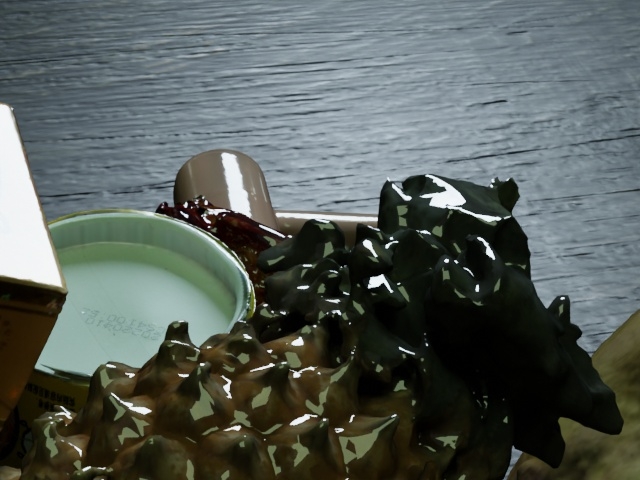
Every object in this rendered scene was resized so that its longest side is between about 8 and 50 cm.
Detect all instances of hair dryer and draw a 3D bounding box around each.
[{"bbox_3d":[0.000,0.000,1.052,0.182,0.064,0.117,2,38,-15],"label":"hair dryer"}]

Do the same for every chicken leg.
[{"bbox_3d":[-0.007,0.029,0.947,0.205,0.053,0.093,35,12,-18],"label":"chicken leg"}]

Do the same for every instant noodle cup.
[{"bbox_3d":[-0.109,0.079,0.853,0.182,0.144,0.182,4,37,-3],"label":"instant noodle cup"}]

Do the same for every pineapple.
[{"bbox_3d":[0.004,0.097,0.697,0.223,0.223,0.357,30,69,28],"label":"pineapple"}]

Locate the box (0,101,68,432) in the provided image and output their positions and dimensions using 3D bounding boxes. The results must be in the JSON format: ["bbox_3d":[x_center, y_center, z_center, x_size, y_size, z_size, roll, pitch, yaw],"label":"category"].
[{"bbox_3d":[-0.205,0.063,0.778,0.070,0.237,0.152,15,29,-31],"label":"box"}]

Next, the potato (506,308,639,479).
[{"bbox_3d":[0.198,0.132,0.772,0.237,0.301,0.289,-14,8,15],"label":"potato"}]
